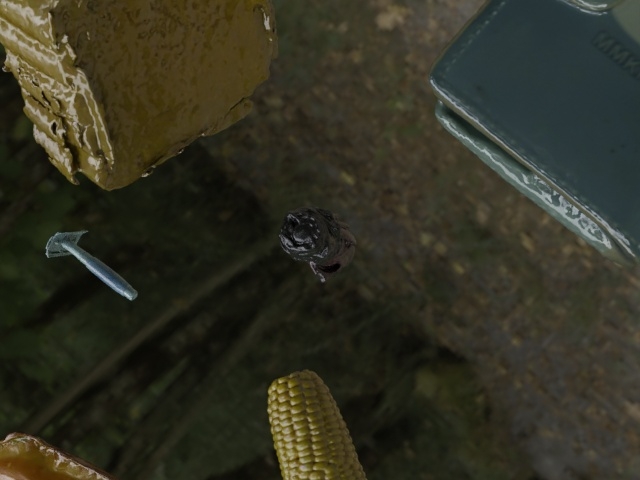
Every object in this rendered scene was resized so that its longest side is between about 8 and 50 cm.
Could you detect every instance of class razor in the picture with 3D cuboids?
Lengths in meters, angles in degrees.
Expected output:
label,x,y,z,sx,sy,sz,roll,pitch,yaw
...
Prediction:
label,x,y,z,sx,sy,sz,roll,pitch,yaw
razor,-0.295,0.036,1.813,0.135,0.040,0.068,35,-162,19

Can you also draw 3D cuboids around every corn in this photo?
label,x,y,z,sx,sy,sz,roll,pitch,yaw
corn,0.013,0.301,1.604,0.106,0.106,0.305,118,138,-70

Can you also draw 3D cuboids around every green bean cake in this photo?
label,x,y,z,sx,sy,sz,roll,pitch,yaw
green bean cake,-0.160,-0.182,1.173,0.131,0.230,0.224,34,150,33

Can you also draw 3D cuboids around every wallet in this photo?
label,x,y,z,sx,sy,sz,roll,pitch,yaw
wallet,0.273,-0.188,1.133,0.252,0.360,0.083,38,175,7

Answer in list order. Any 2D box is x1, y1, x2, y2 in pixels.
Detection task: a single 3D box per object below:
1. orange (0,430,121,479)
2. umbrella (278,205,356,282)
label,x,y,z,sx,sy,sz,roll,pitch,yaw
orange,-0.194,0.315,0.904,0.274,0.310,0.274,5,131,6
umbrella,0.000,0.000,1.983,0.094,0.090,0.326,44,-178,9
